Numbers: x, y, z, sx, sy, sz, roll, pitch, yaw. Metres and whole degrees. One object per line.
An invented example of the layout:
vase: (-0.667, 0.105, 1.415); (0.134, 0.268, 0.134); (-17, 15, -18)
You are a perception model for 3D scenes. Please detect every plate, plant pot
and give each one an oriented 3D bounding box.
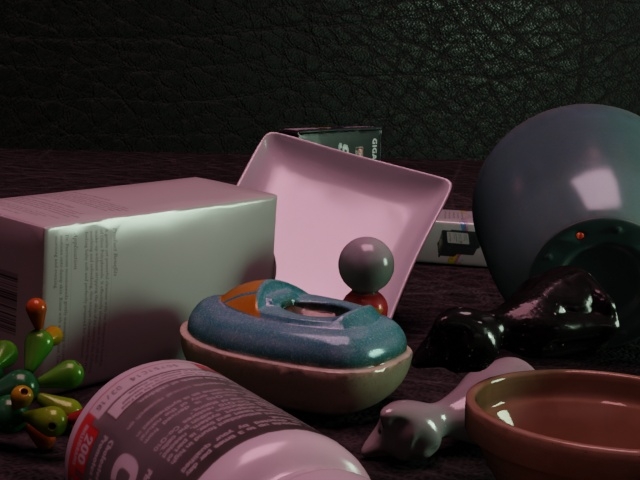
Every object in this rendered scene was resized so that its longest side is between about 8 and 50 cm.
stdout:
plate: (0.000, 0.000, 1.947); (0.277, 0.045, 0.278); (17, 58, 17)
plant pot: (0.344, 0.002, 1.885); (0.293, 0.293, 0.235); (3, 25, 2)
plant pot: (0.240, 0.193, 1.275); (0.237, 0.109, 0.237); (3, 12, -1)

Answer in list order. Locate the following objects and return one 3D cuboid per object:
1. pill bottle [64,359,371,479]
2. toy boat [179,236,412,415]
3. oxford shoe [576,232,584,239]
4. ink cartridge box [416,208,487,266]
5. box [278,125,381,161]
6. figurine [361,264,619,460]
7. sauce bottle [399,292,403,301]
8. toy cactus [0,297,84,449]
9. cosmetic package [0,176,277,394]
pill bottle: (-0.059, 0.195, 1.049); (0.161, 0.161, 0.283); (-3, 12, -30)
toy boat: (-0.005, 0.088, 1.656); (0.268, 0.148, 0.318); (8, 12, 25)
oxford shoe: (0.496, 0.026, 2.192); (0.364, 0.130, 0.133); (6, 3, 9)
ink cartridge box: (0.231, -0.005, 2.406); (0.175, 0.072, 0.127); (4, 11, 5)
box: (0.013, -0.064, 2.266); (0.175, 0.220, 0.051); (-6, 11, -41)
figurine: (0.151, 0.129, 1.420); (0.209, 0.215, 0.092); (-8, 49, -37)
sauce bottle: (-0.057, 0.033, 2.024); (0.344, 0.111, 0.111); (3, 11, 10)
toy cactus: (-0.315, 0.144, 1.434); (0.181, 0.112, 0.219); (-16, 33, -22)
cosmetic package: (-0.226, 0.043, 1.708); (0.155, 0.197, 0.365); (14, 14, 38)
